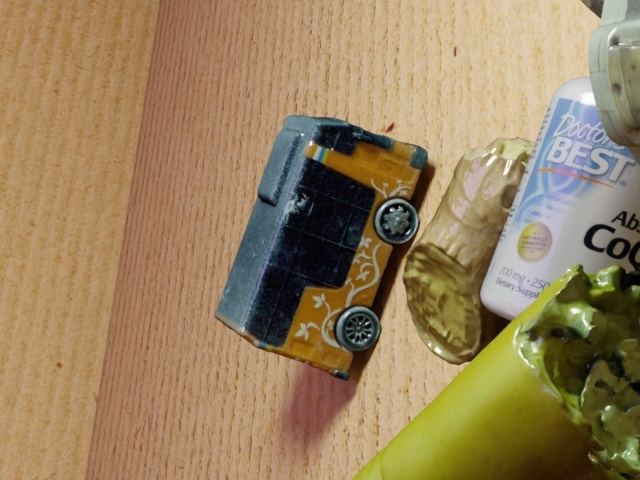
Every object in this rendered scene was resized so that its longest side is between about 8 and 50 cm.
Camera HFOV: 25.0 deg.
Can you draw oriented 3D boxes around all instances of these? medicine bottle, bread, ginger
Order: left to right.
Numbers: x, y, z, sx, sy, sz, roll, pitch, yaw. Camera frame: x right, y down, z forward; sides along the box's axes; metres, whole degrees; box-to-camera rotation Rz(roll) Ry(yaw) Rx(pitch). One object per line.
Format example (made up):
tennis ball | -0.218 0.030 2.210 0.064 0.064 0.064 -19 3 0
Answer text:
ginger | 0.188 0.004 1.507 0.221 0.130 0.276 -44 -23 -24
bread | 0.193 0.201 1.205 0.376 0.251 0.208 -48 46 41
medicine bottle | 0.266 -0.047 1.339 0.289 0.157 0.157 -70 21 2

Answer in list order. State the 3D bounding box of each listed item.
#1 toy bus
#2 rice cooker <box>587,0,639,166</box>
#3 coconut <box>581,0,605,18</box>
toy bus | 0.000 0.000 1.916 0.324 0.194 0.162 -71 20 1
rice cooker | 0.360 -0.141 1.025 0.277 0.288 0.288 6 78 67
coconut | 0.309 -0.315 1.375 0.230 0.227 0.227 -64 20 -4
